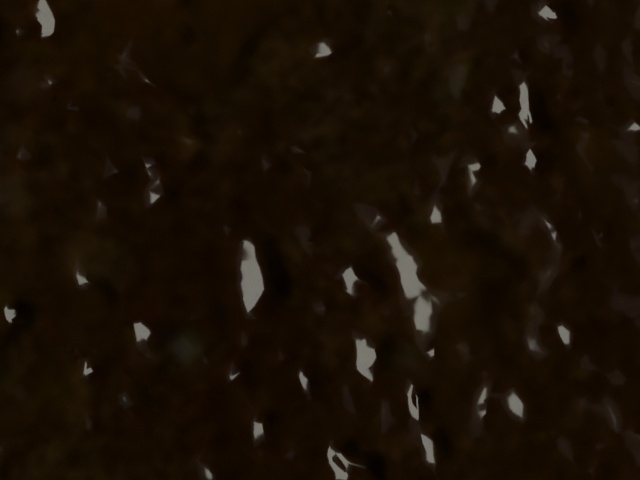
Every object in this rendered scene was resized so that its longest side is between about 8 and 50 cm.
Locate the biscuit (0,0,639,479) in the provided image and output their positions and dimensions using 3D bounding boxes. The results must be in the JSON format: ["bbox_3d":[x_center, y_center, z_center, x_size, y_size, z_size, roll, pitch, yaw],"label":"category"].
[{"bbox_3d":[-0.018,-0.005,0.580,0.367,0.314,0.063,50,-11,-4],"label":"biscuit"}]
